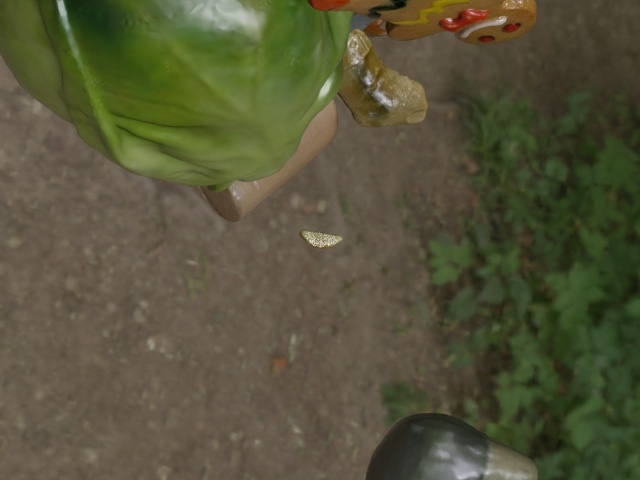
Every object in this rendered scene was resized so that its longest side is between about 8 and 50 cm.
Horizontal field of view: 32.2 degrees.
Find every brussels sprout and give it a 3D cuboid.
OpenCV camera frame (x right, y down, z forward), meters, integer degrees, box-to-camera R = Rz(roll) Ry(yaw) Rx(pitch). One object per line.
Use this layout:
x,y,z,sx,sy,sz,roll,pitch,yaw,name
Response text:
-0.180,-0.260,1.197,0.342,0.425,0.361,-53,174,3,brussels sprout

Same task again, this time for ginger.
0.069,-0.208,1.473,0.190,0.095,0.069,43,17,-35,ginger

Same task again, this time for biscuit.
0.118,-0.228,1.064,0.250,0.165,0.036,10,69,-44,biscuit

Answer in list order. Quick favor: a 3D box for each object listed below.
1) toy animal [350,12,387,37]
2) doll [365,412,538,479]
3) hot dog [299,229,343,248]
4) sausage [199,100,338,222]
0.049,-0.414,2.086,0.302,0.225,0.284,-56,153,-2,toy animal
0.228,0.476,1.686,0.252,0.382,0.378,-94,-162,-56,doll
0.000,0.000,2.212,0.030,0.090,0.034,-161,-99,-72,hot dog
-0.083,-0.150,1.820,0.253,0.123,0.123,-39,138,-24,sausage
